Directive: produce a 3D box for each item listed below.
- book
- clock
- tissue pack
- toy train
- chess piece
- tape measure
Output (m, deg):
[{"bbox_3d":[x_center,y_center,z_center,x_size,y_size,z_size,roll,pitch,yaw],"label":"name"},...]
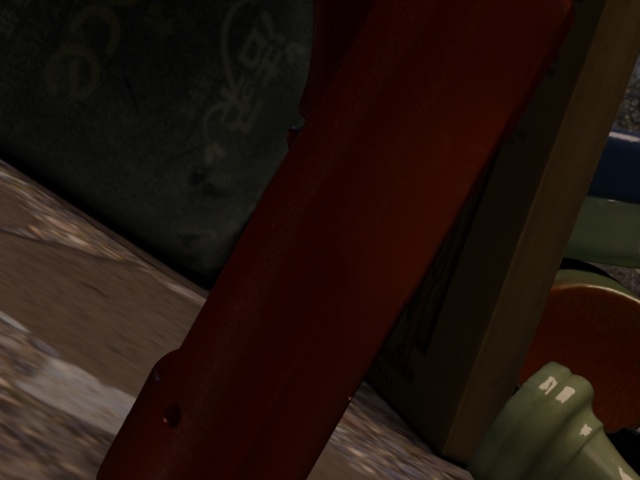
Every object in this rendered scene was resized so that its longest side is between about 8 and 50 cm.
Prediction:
[{"bbox_3d":[0.069,-0.038,0.791,0.026,0.231,0.161,14,12,-23],"label":"book"},{"bbox_3d":[0.000,0.000,0.456,0.061,0.155,0.113,27,4,1],"label":"clock"},{"bbox_3d":[-0.096,-0.118,0.877,0.257,0.185,0.081,32,7,16],"label":"tissue pack"},{"bbox_3d":[0.181,0.066,1.136,0.177,0.116,0.285,19,5,2],"label":"toy train"},{"bbox_3d":[0.128,0.111,0.697,0.149,0.059,0.059,38,8,18],"label":"chess piece"},{"bbox_3d":[0.087,-0.051,1.230,0.351,0.098,0.215,8,4,-1],"label":"tape measure"}]
